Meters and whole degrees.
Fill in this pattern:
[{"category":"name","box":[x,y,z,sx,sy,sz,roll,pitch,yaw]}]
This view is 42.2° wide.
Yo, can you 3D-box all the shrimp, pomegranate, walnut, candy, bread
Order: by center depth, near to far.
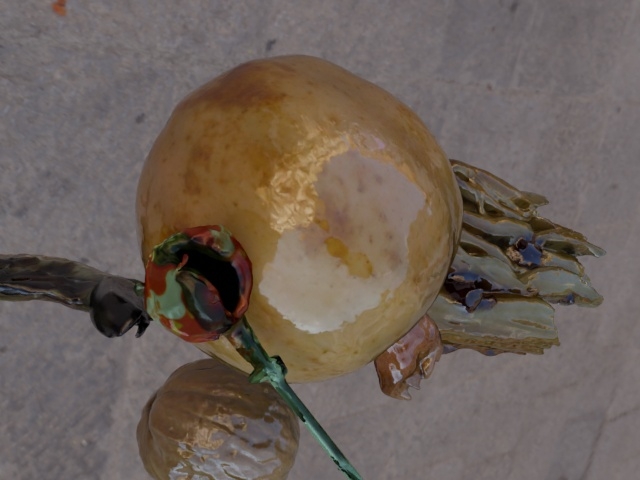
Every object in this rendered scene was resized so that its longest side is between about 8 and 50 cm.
[{"category":"candy","box":[-0.025,0.069,0.424,0.055,0.049,0.185,-42,114,-15]},{"category":"shrimp","box":[-0.202,0.040,0.506,0.233,0.365,0.071,0,93,-20]},{"category":"pomegranate","box":[-0.010,-0.013,0.509,0.207,0.207,0.207,-21,123,-35]},{"category":"bread","box":[0.145,0.024,0.891,0.369,0.314,0.192,6,83,-33]},{"category":"walnut","box":[-0.127,0.253,1.083,0.213,0.213,0.213,-21,123,-35]}]
